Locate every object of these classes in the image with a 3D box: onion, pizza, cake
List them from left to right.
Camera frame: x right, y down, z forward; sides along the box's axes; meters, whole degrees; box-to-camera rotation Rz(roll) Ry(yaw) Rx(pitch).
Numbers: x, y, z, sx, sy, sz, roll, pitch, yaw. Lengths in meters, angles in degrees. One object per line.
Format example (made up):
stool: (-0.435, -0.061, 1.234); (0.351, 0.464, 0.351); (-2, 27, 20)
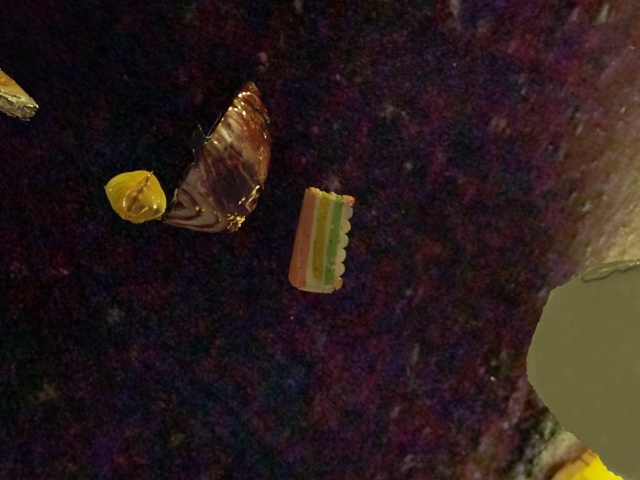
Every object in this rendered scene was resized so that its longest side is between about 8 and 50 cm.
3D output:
pizza: (-0.483, -0.219, 0.718); (0.195, 0.185, 0.052); (30, 115, -16)
onion: (-0.150, -0.138, 0.945); (0.280, 0.146, 0.314); (-59, -173, -20)
cake: (0.004, 0.008, 1.126); (0.109, 0.090, 0.226); (7, 111, -15)

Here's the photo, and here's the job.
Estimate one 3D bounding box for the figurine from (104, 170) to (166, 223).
figurine: (-0.450, -0.096, 1.296); (0.156, 0.246, 0.131); (29, 69, -21)

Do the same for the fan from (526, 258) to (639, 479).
fan: (0.299, 0.043, 0.394); (0.310, 0.182, 0.010); (-51, 161, 13)
